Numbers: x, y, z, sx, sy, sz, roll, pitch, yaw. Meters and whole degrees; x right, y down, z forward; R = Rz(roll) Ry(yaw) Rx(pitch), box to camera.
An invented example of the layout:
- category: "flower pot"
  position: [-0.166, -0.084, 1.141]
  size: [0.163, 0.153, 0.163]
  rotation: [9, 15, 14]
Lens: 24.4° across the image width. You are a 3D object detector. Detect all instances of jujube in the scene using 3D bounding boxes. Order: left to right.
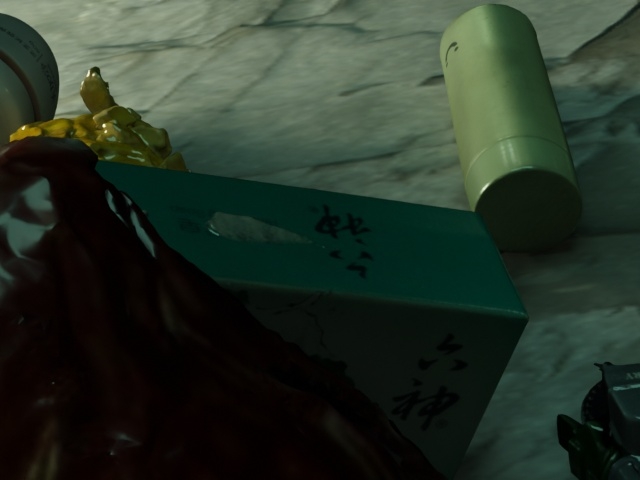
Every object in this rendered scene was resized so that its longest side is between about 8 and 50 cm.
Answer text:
- category: "jujube"
  position: [-0.055, 0.119, 0.574]
  size: [0.216, 0.342, 0.216]
  rotation: [-26, 22, 11]

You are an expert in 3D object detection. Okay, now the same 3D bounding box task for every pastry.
- category: "pastry"
  position: [-0.130, -0.006, 0.921]
  size: [0.154, 0.102, 0.250]
  rotation: [-6, 38, 1]

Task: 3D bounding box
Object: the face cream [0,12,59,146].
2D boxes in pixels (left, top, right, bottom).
- category: "face cream"
  position: [-0.246, -0.102, 1.054]
  size: [0.117, 0.117, 0.104]
  rotation: [1, 30, 12]

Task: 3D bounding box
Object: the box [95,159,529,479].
- category: "box"
  position: [-0.041, 0.053, 0.728]
  size: [0.245, 0.153, 0.092]
  rotation: [7, 34, -18]

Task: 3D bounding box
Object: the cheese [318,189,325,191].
- category: "cheese"
  position: [0.000, 0.000, 0.950]
  size: [0.067, 0.026, 0.120]
  rotation: [-21, 40, -14]

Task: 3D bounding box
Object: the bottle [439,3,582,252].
- category: "bottle"
  position: [0.125, -0.079, 0.990]
  size: [0.072, 0.072, 0.201]
  rotation: [-6, 38, 3]

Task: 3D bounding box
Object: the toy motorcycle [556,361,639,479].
- category: "toy motorcycle"
  position: [0.259, 0.099, 0.711]
  size: [0.275, 0.124, 0.187]
  rotation: [-9, 29, 2]
